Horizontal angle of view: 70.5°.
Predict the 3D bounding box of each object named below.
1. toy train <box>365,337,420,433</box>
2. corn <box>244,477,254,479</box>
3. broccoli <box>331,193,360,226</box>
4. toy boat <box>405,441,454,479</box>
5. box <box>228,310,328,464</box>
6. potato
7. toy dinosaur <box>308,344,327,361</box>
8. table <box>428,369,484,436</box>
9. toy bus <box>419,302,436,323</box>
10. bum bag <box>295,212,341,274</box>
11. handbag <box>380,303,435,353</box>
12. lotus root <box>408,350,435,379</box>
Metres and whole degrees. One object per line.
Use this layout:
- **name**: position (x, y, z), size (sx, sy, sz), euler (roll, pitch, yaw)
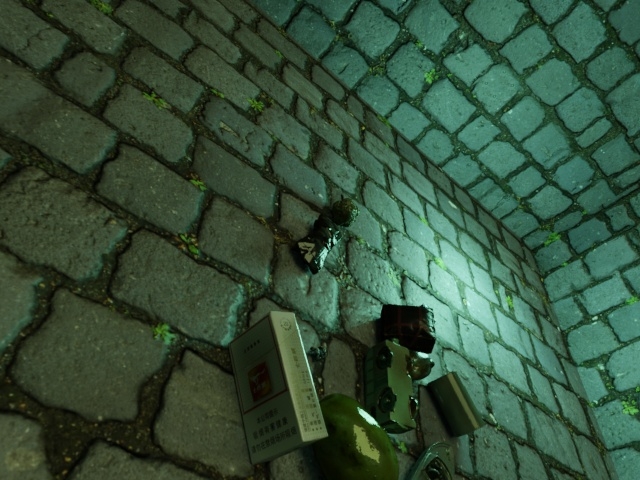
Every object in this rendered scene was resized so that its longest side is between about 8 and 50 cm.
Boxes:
- **toy train**: position (0.236, 0.493, 1.543), size (0.129, 0.159, 0.326), euler (28, 43, -26)
- **corn**: position (-0.150, 0.606, 1.088), size (0.092, 0.037, 0.037), euler (44, 34, -12)
- **broccoli**: position (0.111, -0.129, 2.044), size (0.131, 0.130, 0.120), euler (26, 2, -10)
- **toy boat**: position (0.379, 0.771, 1.495), size (0.141, 0.092, 0.319), euler (58, 33, 7)
- **box**: position (-0.122, 0.378, 1.184), size (0.095, 0.210, 0.330), euler (14, 48, -43)
- **potato**: position (0.087, 0.576, 1.247), size (0.304, 0.216, 0.216), euler (47, 32, 13)
- **toy dinosaur**: position (-0.010, 0.369, 1.485), size (0.083, 0.030, 0.047), euler (2, 56, -50)
- **table**: position (0.528, 0.636, 1.770), size (0.126, 0.126, 0.220), euler (0, 58, -49)
- **toy bus**: position (0.433, 0.380, 1.935), size (0.079, 0.094, 0.236), euler (45, 35, -20)
- **bum bag**: position (0.000, 0.000, 1.800), size (0.144, 0.095, 0.340), euler (59, 33, -14)
- **handbag**: position (0.339, 0.346, 1.767), size (0.215, 0.155, 0.169), euler (4, 37, 8)
- **lotus root**: position (0.384, 0.489, 1.780), size (0.192, 0.088, 0.113), euler (10, 66, -45)
